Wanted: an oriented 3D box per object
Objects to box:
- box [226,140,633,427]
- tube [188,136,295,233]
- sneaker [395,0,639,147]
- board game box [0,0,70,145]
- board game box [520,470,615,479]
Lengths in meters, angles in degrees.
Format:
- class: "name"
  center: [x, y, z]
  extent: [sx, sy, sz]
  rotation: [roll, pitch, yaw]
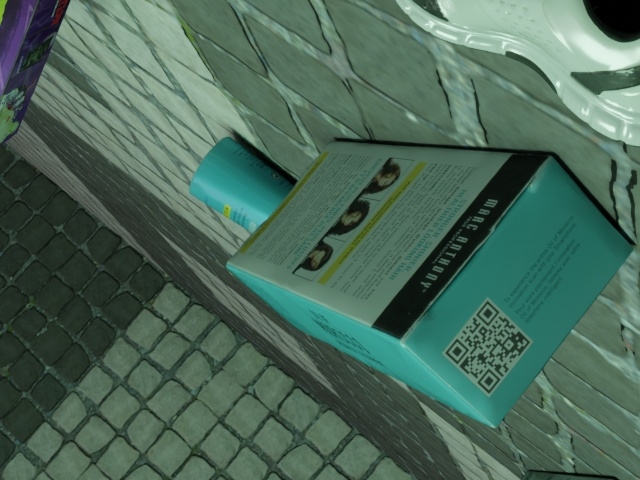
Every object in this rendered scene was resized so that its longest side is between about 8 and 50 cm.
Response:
- class: "box"
  center: [0.038, 0.008, 0.585]
  extent: [0.060, 0.100, 0.244]
  rotation: [43, 171, -20]
- class: "tube"
  center: [0.000, 0.000, 0.874]
  extent: [0.207, 0.052, 0.080]
  rotation: [34, 176, 8]
- class: "sneaker"
  center: [0.063, -0.072, 0.338]
  extent: [0.109, 0.040, 0.044]
  rotation: [33, 152, 22]
- class: "board game box"
  center: [-0.308, -0.229, 0.740]
  extent: [0.347, 0.056, 0.208]
  rotation: [42, 134, 1]
- class: "board game box"
  center: [0.274, 0.315, 1.045]
  extent: [0.224, 0.097, 0.303]
  rotation: [40, 169, 5]
